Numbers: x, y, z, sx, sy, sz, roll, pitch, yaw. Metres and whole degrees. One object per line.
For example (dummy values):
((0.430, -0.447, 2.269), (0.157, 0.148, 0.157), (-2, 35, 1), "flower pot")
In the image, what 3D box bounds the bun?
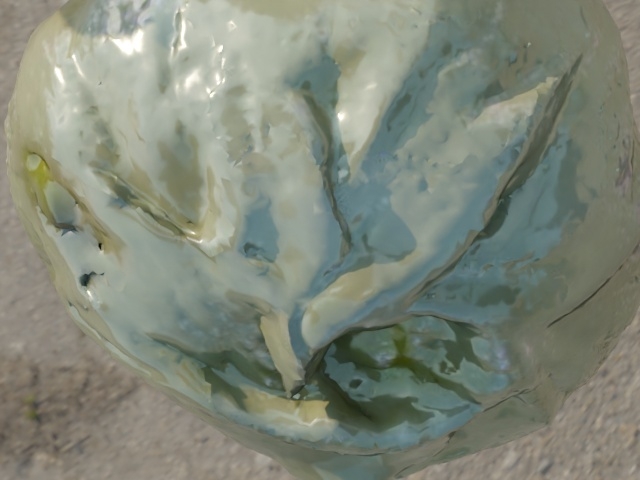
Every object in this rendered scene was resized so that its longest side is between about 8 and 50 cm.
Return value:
((0.000, 0.000, 0.811), (0.365, 0.219, 0.365), (9, 139, 8), "bun")
